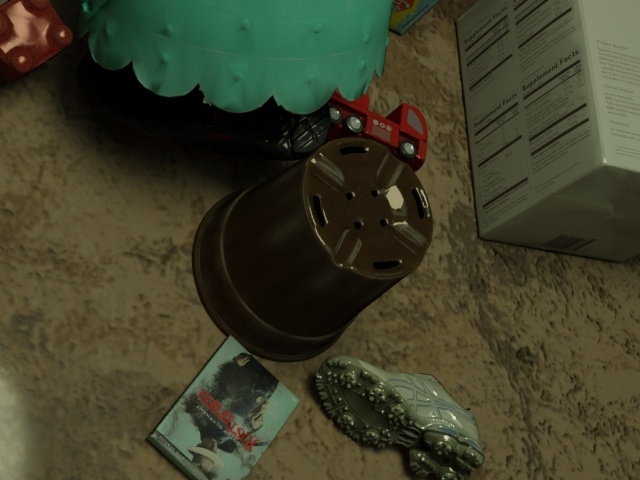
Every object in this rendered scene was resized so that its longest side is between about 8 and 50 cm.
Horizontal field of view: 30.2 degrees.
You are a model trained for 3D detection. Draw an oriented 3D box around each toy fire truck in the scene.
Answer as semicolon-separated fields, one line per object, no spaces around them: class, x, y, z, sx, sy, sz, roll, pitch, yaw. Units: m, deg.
toy fire truck;0.023;-0.154;1.165;0.192;0.047;0.135;22;58;-23

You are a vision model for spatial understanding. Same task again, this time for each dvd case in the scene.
dvd case;-0.078;0.149;0.989;0.087;0.013;0.119;45;54;-8

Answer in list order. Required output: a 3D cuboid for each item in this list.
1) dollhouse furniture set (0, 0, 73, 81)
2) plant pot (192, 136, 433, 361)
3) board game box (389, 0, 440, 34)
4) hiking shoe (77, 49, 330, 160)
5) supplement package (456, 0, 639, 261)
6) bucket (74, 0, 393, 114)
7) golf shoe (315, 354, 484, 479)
dollhouse furniture set;-0.302;-0.287;0.985;0.201;0.152;0.374;0;87;-33
plant pot;0.000;0.000;1.009;0.167;0.165;0.167;14;62;-27
board game box;0.013;-0.348;1.184;0.275;0.142;0.144;22;58;-22
hiking shoe;-0.103;-0.110;1.047;0.226;0.114;0.086;18;77;5
supplement package;0.286;-0.142;1.228;0.199;0.198;0.263;9;65;-28
bucket;-0.058;-0.244;0.972;0.281;0.183;0.281;8;33;-5
golf shoe;0.071;0.146;1.065;0.176;0.069;0.086;37;35;-16
